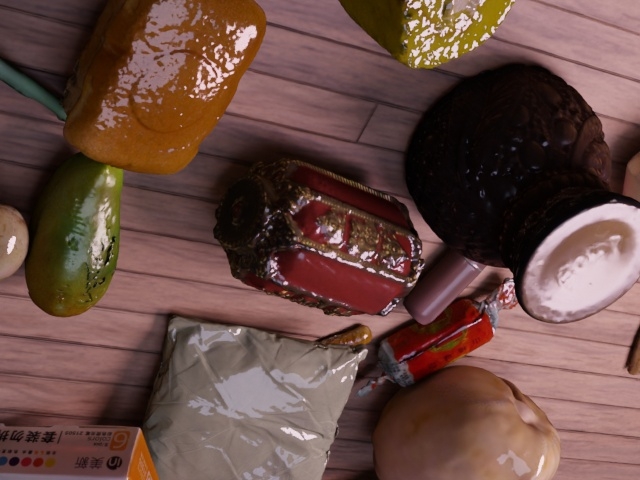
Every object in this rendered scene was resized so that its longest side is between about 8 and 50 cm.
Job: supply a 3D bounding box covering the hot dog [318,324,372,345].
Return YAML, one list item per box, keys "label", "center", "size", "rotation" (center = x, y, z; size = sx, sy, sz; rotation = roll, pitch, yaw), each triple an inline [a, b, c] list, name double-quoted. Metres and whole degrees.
- label: "hot dog"
  center: [0.011, 0.160, 2.018]
  size: [0.137, 0.028, 0.044]
  rotation: [-24, 141, -9]

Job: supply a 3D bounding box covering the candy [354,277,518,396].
- label: "candy"
  center: [0.171, 0.144, 2.064]
  size: [0.292, 0.059, 0.086]
  rotation: [-29, 138, -1]

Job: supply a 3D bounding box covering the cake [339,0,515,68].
- label: "cake"
  center: [0.127, -0.333, 1.568]
  size: [0.179, 0.156, 0.260]
  rotation: [-25, 142, -28]

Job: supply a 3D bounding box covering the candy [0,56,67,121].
- label: "candy"
  center: [-0.393, -0.225, 1.443]
  size: [0.119, 0.119, 0.440]
  rotation: [-41, 141, 10]

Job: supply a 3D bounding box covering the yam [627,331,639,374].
- label: "yam"
  center: [0.522, 0.157, 2.276]
  size: [0.032, 0.032, 0.145]
  rotation: [-7, 129, -22]

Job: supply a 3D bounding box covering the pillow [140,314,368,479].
- label: "pillow"
  center: [-0.102, 0.244, 1.938]
  size: [0.274, 0.076, 0.280]
  rotation: [12, 112, -14]

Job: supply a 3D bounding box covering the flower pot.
- label: "flower pot"
  center: [0.274, -0.047, 1.807]
  size: [0.267, 0.267, 0.266]
  rotation: [-14, 133, -15]

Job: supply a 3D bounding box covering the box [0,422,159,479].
- label: "box"
  center: [-0.322, 0.364, 1.920]
  size: [0.221, 0.091, 0.274]
  rotation: [1, 134, 9]

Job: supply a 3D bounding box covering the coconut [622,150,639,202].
- label: "coconut"
  center: [0.506, -0.048, 1.996]
  size: [0.171, 0.171, 0.183]
  rotation: [-15, 125, -15]

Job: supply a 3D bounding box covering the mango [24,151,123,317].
- label: "mango"
  center: [-0.284, -0.005, 1.655]
  size: [0.111, 0.125, 0.233]
  rotation: [5, 130, -25]

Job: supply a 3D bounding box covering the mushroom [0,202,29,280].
- label: "mushroom"
  center: [-0.400, -0.002, 1.607]
  size: [0.148, 0.148, 0.112]
  rotation: [1, 87, -28]

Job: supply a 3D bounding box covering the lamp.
- label: "lamp"
  center: [0.000, 0.000, 1.780]
  size: [0.274, 0.177, 0.177]
  rotation: [18, 118, -37]

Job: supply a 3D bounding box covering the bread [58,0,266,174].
- label: "bread"
  center: [-0.175, -0.191, 1.550]
  size: [0.174, 0.121, 0.245]
  rotation: [14, 120, -44]

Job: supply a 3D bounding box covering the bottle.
- label: "bottle"
  center: [0.178, 0.055, 1.994]
  size: [0.140, 0.053, 0.053]
  rotation: [-46, 133, 16]

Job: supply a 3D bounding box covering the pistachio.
- label: "pistachio"
  center: [0.215, 0.302, 2.086]
  size: [0.230, 0.230, 0.309]
  rotation: [19, 158, -37]
